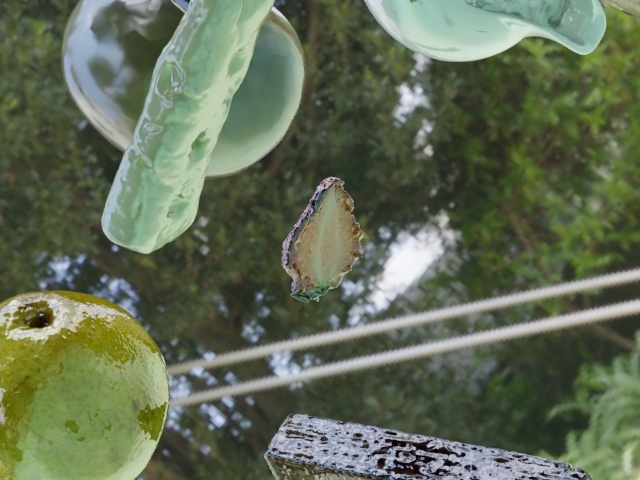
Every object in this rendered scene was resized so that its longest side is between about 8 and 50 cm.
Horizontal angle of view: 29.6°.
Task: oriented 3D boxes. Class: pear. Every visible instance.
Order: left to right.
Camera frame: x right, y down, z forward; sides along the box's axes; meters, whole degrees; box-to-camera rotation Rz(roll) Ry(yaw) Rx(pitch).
[{"bbox_3d":[-0.246,0.141,1.128,0.209,0.209,0.209,-48,-15,-17],"label":"pear"}]

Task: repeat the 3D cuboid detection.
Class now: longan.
[{"bbox_3d":[-0.197,-0.261,1.792,0.361,0.361,0.361,-48,-15,-17],"label":"longan"}]

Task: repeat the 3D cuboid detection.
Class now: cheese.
[{"bbox_3d":[-0.080,-0.075,0.715,0.065,0.043,0.194,-25,-32,-51],"label":"cheese"}]

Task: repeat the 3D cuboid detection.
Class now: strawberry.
[{"bbox_3d":[-0.002,-0.001,1.334,0.104,0.048,0.152,-8,-63,-37],"label":"strawberry"}]

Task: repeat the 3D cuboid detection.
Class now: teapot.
[{"bbox_3d":[0.120,-0.264,1.055,0.204,0.298,0.139,-59,28,-1],"label":"teapot"}]

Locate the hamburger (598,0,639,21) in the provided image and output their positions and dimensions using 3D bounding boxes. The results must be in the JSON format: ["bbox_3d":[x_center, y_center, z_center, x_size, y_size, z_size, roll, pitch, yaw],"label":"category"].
[{"bbox_3d":[0.373,-0.368,1.290,0.195,0.318,0.277,-56,-20,-4],"label":"hamburger"}]

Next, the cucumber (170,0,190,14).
[{"bbox_3d":[-0.143,-0.264,1.000,0.056,0.284,0.056,-27,-32,-18],"label":"cucumber"}]

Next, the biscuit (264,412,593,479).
[{"bbox_3d":[0.119,0.276,1.341,0.073,0.388,0.107,-55,-43,-38],"label":"biscuit"}]

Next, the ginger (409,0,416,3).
[{"bbox_3d":[0.052,-0.251,0.956,0.057,0.137,0.044,-24,1,36],"label":"ginger"}]
